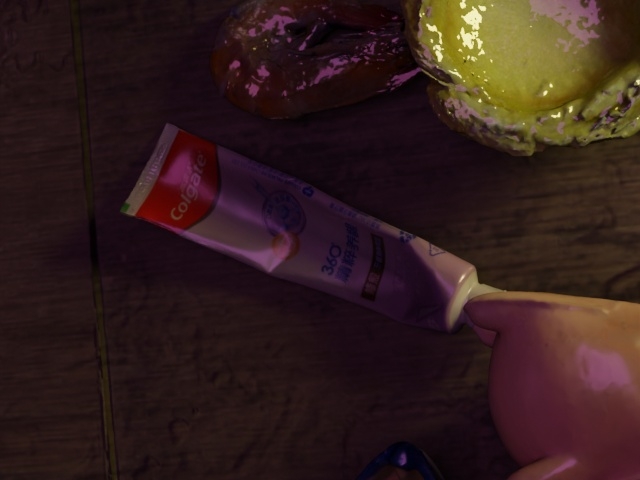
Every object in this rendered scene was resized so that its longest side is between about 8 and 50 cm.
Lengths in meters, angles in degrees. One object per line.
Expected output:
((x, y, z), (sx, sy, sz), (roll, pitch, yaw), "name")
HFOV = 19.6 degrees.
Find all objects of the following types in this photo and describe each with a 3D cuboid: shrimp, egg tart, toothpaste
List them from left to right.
((0.000, 0.000, 1.304), (0.301, 0.048, 0.075), (22, 98, 21), "toothpaste")
((0.008, -0.138, 1.310), (0.190, 0.042, 0.101), (-4, 79, 20), "shrimp")
((0.147, -0.150, 1.230), (0.197, 0.078, 0.197), (0, 90, 4), "egg tart")

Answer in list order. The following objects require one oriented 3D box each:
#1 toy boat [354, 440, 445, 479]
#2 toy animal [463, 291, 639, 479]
((0.038, 0.261, 1.239), (0.114, 0.115, 0.262), (11, 91, 19), "toy boat")
((0.204, 0.155, 1.142), (0.213, 0.195, 0.256), (-4, 79, 5), "toy animal")
